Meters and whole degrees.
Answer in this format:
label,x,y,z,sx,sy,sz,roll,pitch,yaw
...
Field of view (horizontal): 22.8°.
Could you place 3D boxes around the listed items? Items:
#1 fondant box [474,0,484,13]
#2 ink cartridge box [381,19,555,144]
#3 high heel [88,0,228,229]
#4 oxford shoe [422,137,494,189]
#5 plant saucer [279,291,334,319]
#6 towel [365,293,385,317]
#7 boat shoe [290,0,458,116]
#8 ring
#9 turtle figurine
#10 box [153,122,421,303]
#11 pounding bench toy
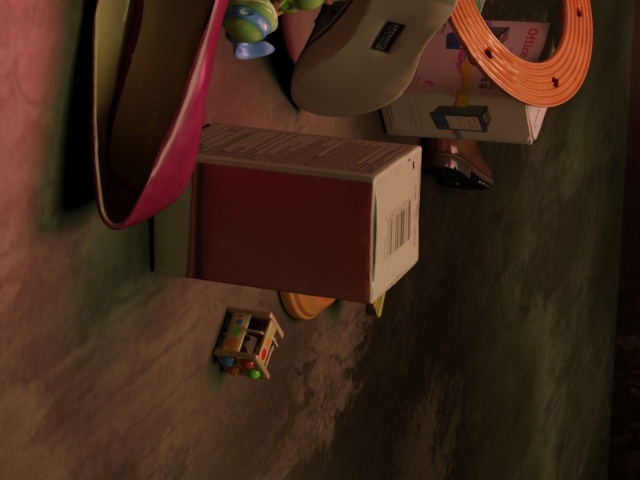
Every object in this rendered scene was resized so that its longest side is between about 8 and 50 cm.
label,x,y,z,sx,sy,sz,roll,pitch,yaw
fondant box,0.171,-0.477,2.156,0.330,0.096,0.238,67,36,-52
ink cartridge box,0.202,-0.219,2.151,0.093,0.212,0.154,73,32,-48
high heel,-0.141,-0.198,1.347,0.181,0.127,0.377,-70,161,-59
oxford shoe,0.220,-0.130,2.423,0.227,0.082,0.096,33,61,-69
plant saucer,0.000,0.000,1.936,0.200,0.037,0.200,7,90,-69
towel,0.049,-0.003,1.991,0.237,0.021,0.102,65,32,-54
boat shoe,0.064,-0.270,1.748,0.340,0.127,0.158,138,-39,-58
ring,0.242,-0.330,2.043,0.336,0.032,0.337,18,65,-43
turtle figurine,-0.014,-0.332,1.545,0.275,0.197,0.266,92,9,-51
box,-0.031,-0.030,1.558,0.148,0.232,0.127,-36,130,-63
pounding bench toy,-0.075,0.124,1.750,0.083,0.052,0.065,64,38,-56
